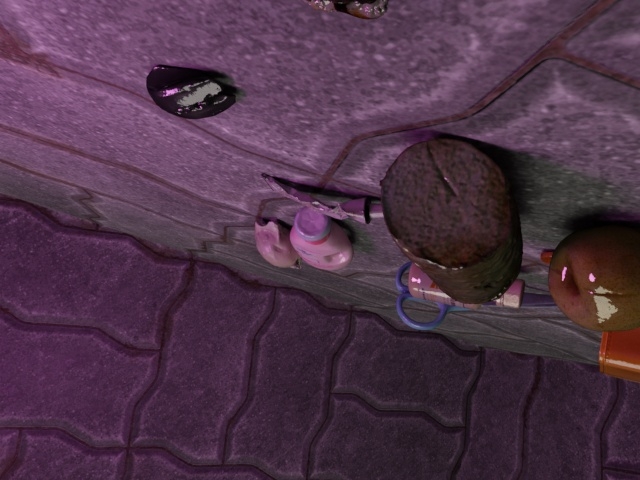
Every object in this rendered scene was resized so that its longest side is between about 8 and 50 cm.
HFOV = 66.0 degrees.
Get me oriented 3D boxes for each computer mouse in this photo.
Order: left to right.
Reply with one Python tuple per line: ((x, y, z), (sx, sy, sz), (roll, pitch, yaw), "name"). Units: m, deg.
((-0.175, -0.188, 0.647), (0.135, 0.047, 0.079), (8, 167, 26), "computer mouse")

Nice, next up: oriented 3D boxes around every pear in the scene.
((0.422, 0.053, 0.726), (0.137, 0.167, 0.167), (0, 169, -2), "pear")

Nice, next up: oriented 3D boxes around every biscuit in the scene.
((0.464, 0.037, 0.926), (0.091, 0.015, 0.078), (7, 167, 37), "biscuit")

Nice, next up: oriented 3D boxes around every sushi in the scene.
((0.018, -0.200, 0.384), (0.083, 0.044, 0.046), (15, -170, 12), "sushi")

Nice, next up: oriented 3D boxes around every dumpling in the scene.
((-0.123, 0.010, 1.366), (0.136, 0.118, 0.199), (20, 145, 34), "dumpling")

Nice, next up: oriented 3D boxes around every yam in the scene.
((0.197, -0.011, 0.697), (0.168, 0.168, 0.304), (10, 168, 26), "yam")

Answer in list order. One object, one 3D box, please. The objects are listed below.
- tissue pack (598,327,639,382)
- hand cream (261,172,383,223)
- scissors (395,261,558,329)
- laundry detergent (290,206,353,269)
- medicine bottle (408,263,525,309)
((0.639, 0.161, 0.835), (0.275, 0.194, 0.145), (7, 166, 34), "tissue pack")
((0.006, -0.076, 0.941), (0.257, 0.050, 0.084), (15, 172, 19), "hand cream")
((0.415, 0.145, 1.250), (0.447, 0.192, 0.029), (3, 145, 1), "scissors")
((0.000, 0.000, 1.193), (0.159, 0.087, 0.335), (9, 167, 8), "laundry detergent")
((0.340, 0.102, 1.152), (0.252, 0.114, 0.114), (9, 167, 28), "medicine bottle")
